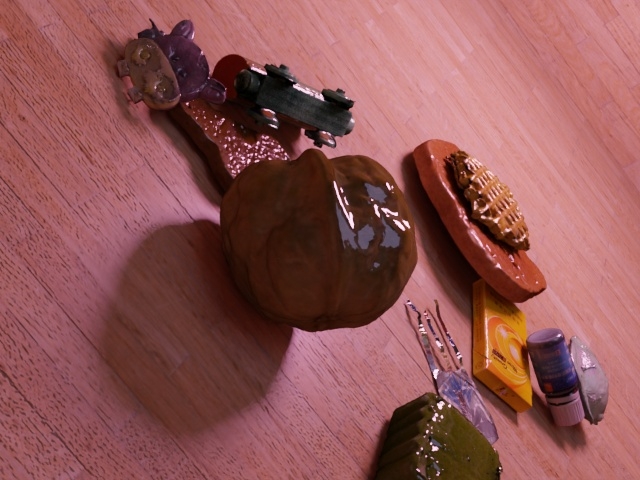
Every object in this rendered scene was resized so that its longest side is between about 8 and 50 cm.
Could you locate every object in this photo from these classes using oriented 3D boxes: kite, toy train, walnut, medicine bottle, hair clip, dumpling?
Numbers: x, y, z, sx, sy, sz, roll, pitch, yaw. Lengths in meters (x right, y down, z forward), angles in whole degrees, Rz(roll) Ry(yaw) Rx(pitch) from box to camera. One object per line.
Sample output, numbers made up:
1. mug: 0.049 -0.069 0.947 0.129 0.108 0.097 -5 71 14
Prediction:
1. kite: 0.253 0.254 1.665 0.169 0.015 0.309 11 56 -49
2. toy train: -0.066 -0.257 1.599 0.285 0.116 0.177 12 14 -47
3. walnut: -0.002 0.001 1.316 0.253 0.282 0.276 50 24 -58
4. medicine bottle: 0.502 0.292 1.861 0.083 0.084 0.203 -39 113 -58
5. hair clip: -0.251 -0.281 1.400 0.146 0.056 0.187 -21 62 -19
6. dumpling: 0.587 0.300 1.947 0.105 0.149 0.216 -2 60 -7

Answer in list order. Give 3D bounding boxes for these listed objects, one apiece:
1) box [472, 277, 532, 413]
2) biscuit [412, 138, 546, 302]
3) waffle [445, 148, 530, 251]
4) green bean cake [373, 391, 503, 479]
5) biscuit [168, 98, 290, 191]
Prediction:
1. box: 0.380 0.215 1.842 0.152 0.043 0.269 39 34 -23
2. biscuit: 0.352 -0.055 1.994 0.350 0.078 0.455 31 32 -45
3. waffle: 0.383 -0.090 1.968 0.254 0.052 0.245 34 31 -35
4. green bean cake: 0.188 0.365 1.380 0.200 0.113 0.214 46 34 -17
5. biscuit: -0.135 -0.142 1.472 0.320 0.047 0.183 41 32 -22
